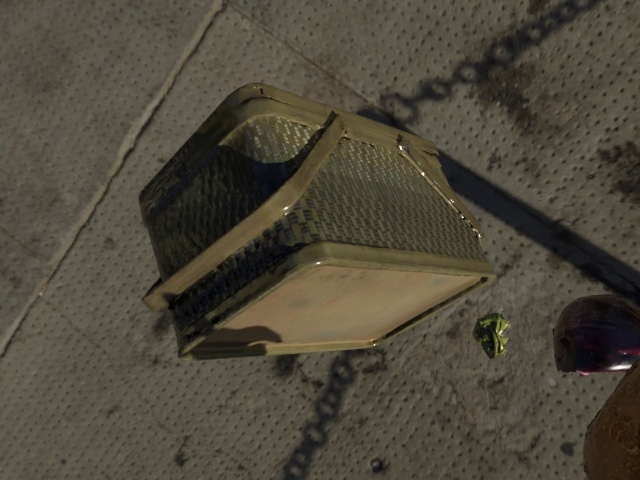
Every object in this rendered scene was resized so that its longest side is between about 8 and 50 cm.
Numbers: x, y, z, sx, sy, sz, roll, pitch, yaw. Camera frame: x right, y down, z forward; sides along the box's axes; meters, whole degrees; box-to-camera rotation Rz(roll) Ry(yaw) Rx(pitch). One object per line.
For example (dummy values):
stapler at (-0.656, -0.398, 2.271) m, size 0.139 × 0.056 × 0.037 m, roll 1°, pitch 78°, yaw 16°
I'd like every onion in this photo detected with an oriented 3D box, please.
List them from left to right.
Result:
onion at (0.512, 0.166, 1.047) m, size 0.218 × 0.195 × 0.139 m, roll -8°, pitch 68°, yaw 36°

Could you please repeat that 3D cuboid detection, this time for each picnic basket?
picnic basket at (0.000, 0.000, 0.499) m, size 0.165 × 0.267 × 0.139 m, roll -37°, pitch 63°, yaw 34°

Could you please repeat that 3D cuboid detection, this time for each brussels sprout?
brussels sprout at (0.299, 0.169, 1.086) m, size 0.058 × 0.085 × 0.085 m, roll -5°, pitch 91°, yaw -14°

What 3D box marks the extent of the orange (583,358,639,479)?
orange at (0.412, 0.241, 0.622) m, size 0.274 × 0.274 × 0.274 m, roll 1°, pitch 92°, yaw 14°
